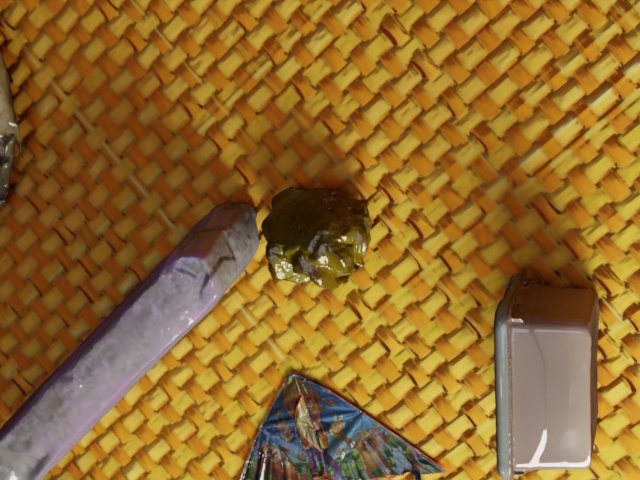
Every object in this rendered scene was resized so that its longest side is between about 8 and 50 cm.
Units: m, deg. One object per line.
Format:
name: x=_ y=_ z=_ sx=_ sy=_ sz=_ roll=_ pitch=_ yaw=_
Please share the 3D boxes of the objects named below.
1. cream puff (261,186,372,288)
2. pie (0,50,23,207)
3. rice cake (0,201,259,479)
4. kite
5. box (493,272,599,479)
cream puff: x=0.000 y=0.000 z=1.136 sx=0.083 sy=0.083 sz=0.058 roll=-31 pitch=132 yaw=18
pie: x=-0.346 y=-0.107 z=1.260 sx=0.274 sy=0.055 sz=0.274 roll=10 pitch=115 yaw=22
rice cake: x=-0.153 y=0.088 z=1.203 sx=0.050 sy=0.106 sz=0.298 roll=44 pitch=119 yaw=-4
kite: x=0.005 y=0.170 z=1.210 sx=0.183 sy=0.010 sz=0.160 roll=-15 pitch=100 yaw=28
box: x=0.149 y=0.089 z=1.078 sx=0.062 sy=0.089 sz=0.122 roll=3 pitch=108 yaw=14
